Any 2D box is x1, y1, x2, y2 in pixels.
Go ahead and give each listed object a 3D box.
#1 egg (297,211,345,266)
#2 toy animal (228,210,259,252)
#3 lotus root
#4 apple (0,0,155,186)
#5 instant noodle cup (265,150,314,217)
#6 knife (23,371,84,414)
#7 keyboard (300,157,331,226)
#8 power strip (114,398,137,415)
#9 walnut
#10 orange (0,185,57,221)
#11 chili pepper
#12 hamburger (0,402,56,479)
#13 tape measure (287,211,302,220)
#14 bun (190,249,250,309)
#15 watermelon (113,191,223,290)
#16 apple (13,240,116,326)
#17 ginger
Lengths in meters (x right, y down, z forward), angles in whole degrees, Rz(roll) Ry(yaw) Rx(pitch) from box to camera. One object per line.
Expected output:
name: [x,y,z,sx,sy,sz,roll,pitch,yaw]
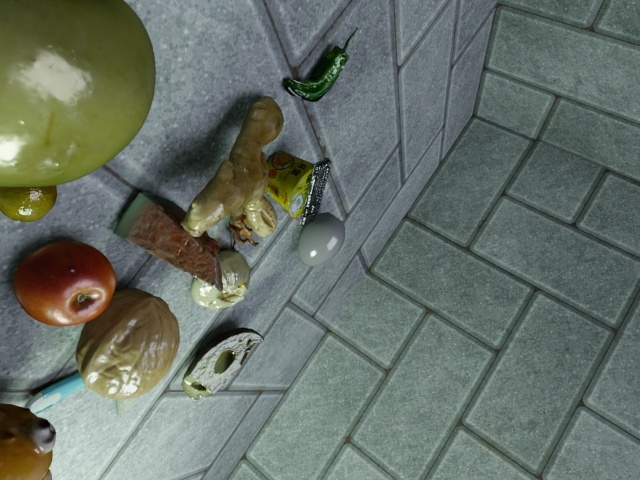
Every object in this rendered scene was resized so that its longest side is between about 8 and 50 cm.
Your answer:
egg: [0.000,0.000,1.664,0.232,0.176,0.176,-61,159,4]
toy animal: [-0.240,-0.038,1.227,0.114,0.116,0.255,-44,168,-48]
lotus root: [-0.372,0.429,1.509,0.210,0.142,0.314,-26,-164,49]
apple: [-0.348,-0.204,0.472,0.292,0.292,0.254,-26,160,-54]
instant noodle cup: [-0.092,-0.181,1.263,0.182,0.144,0.182,-47,158,-26]
knife: [-0.610,0.355,1.006,0.222,0.031,0.064,-22,135,-62]
keyboard: [-0.016,-0.141,1.253,0.072,0.023,0.231,-33,149,-44]
power strip: [-0.570,0.426,1.190,0.060,0.027,0.253,-34,148,-47]
walnut: [-0.442,0.238,0.954,0.261,0.225,0.225,-58,159,12]
orange: [-0.472,-0.074,0.656,0.085,0.085,0.095,-14,129,-61]
chili pepper: [0.006,-0.486,1.173,0.279,0.065,0.122,-48,161,-15]
hamburger: [-0.632,0.410,0.745,0.276,0.276,0.237,9,101,-67]
tape measure: [-0.067,-0.135,1.480,0.125,0.074,0.118,-56,154,-19]
bun: [-0.293,0.135,1.271,0.222,0.127,0.222,-48,160,-25]
watermelon: [-0.301,0.023,0.928,0.140,0.256,0.193,-57,165,-2]
apple: [-0.477,0.083,0.777,0.163,0.139,0.163,-47,159,-25]
ginger: [-0.175,-0.171,0.969,0.348,0.122,0.364,-31,135,-73]
